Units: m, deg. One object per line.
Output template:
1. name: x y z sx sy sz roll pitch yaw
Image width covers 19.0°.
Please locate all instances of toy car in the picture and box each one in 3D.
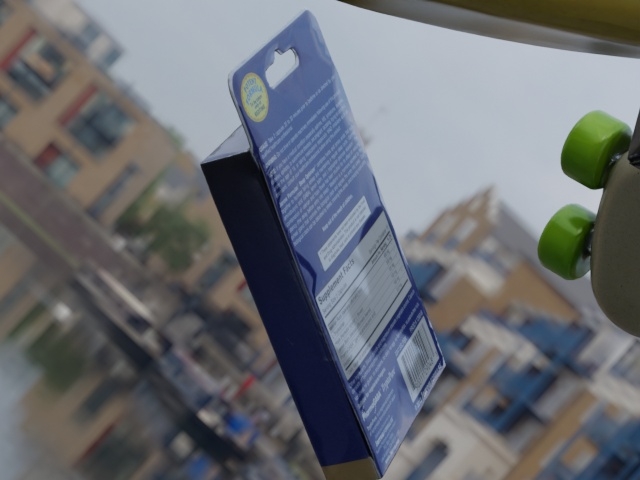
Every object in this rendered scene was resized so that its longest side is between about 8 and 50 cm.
1. toy car: 0.273 -0.024 1.329 0.155 0.188 0.149 32 -50 29

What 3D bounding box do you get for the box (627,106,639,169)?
1. box: 0.255 -0.103 0.943 0.175 0.220 0.051 26 -21 -23

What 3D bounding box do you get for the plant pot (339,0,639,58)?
1. plant pot: 0.096 -0.165 0.693 0.212 0.187 0.212 -153 -119 -74

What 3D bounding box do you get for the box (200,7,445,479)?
1. box: 0.000 0.000 1.012 0.225 0.036 0.136 70 25 -16
